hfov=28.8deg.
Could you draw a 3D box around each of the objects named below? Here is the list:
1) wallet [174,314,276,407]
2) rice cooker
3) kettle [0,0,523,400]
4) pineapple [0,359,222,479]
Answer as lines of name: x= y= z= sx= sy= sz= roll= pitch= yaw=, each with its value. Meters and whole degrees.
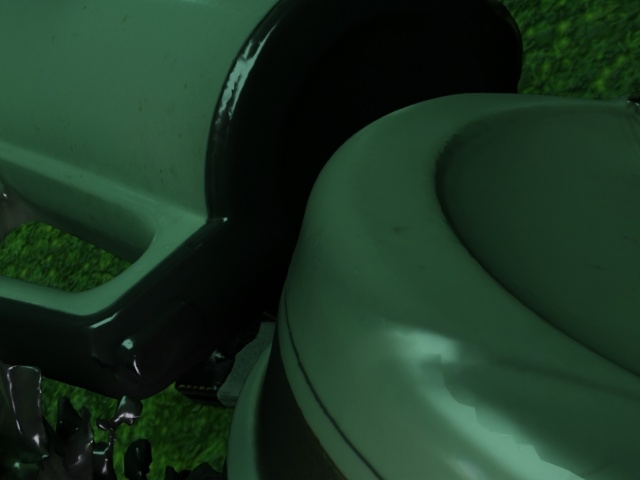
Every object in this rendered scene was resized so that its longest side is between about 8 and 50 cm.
wallet: x=0.000 y=0.000 z=0.924 sx=0.221 sy=0.071 sz=0.262 roll=0 pitch=68 yaw=42
rice cooker: x=0.120 y=0.111 z=0.458 sx=0.335 sy=0.335 sz=0.325 roll=52 pitch=137 yaw=49
kettle: x=-0.114 y=-0.064 z=0.807 sx=0.361 sy=0.250 sz=0.377 roll=-37 pitch=35 yaw=-25
pineapple: x=-0.078 y=0.173 z=0.637 sx=0.165 sy=0.364 sz=0.165 roll=-24 pitch=51 yaw=34
